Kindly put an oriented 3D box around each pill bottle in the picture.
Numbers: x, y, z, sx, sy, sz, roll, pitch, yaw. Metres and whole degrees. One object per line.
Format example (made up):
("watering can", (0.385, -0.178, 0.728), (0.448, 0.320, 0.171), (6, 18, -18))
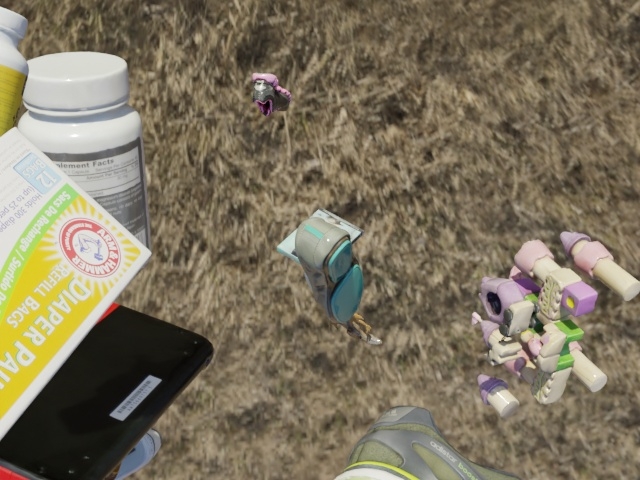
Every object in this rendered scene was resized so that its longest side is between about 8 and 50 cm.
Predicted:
("pill bottle", (-0.400, -0.123, 1.597), (0.204, 0.204, 0.360), (-2, 116, -6))
("pill bottle", (-0.382, -0.165, 1.034), (0.103, 0.103, 0.184), (15, 89, -16))

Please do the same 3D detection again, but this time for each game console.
("game console", (-0.349, 0.160, 1.126), (0.342, 0.386, 0.060), (20, 113, 9))

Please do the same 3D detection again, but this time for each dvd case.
("dvd case", (0.000, 0.000, 1.493), (0.087, 0.119, 0.013), (30, 138, 22))

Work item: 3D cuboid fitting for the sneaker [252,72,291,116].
("sneaker", (-0.080, -0.217, 1.463), (0.047, 0.057, 0.119), (3, 169, 18))

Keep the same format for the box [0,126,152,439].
("box", (-0.199, 0.047, 0.501), (0.114, 0.203, 0.103), (44, 126, -11))

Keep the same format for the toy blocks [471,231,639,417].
("toy blocks", (0.366, 0.128, 1.732), (0.309, 0.260, 0.288), (-11, 128, -27))

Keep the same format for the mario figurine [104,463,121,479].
("mario figurine", (-0.386, 0.392, 1.310), (0.321, 0.198, 0.170), (-32, 148, 9))

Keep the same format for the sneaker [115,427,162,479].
("sneaker", (-0.394, 0.415, 1.694), (0.258, 0.091, 0.094), (-26, 80, 15))

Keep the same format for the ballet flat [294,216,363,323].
("ballet flat", (0.009, 0.033, 1.147), (0.072, 0.068, 0.213), (-50, 158, -17))

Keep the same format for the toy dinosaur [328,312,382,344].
("toy dinosaur", (0.036, 0.135, 1.818), (0.064, 0.112, 0.211), (-35, 97, 3))

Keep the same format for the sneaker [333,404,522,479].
("sneaker", (0.124, 0.223, 0.614), (0.111, 0.121, 0.300), (-28, 110, 37))
